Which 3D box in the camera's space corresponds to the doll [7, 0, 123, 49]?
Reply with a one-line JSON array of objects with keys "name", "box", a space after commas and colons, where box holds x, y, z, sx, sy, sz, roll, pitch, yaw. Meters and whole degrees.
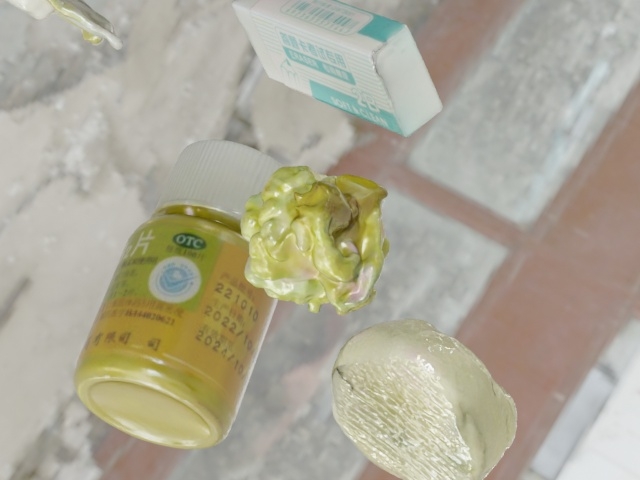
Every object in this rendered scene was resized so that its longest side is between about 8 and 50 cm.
[{"name": "doll", "box": [-0.291, -0.257, 0.969, 0.161, 0.348, 0.423, -51, 146, -1]}]

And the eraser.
[{"name": "eraser", "box": [0.012, -0.168, 1.404, 0.052, 0.225, 0.096, -41, 127, -17]}]

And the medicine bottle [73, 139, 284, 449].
[{"name": "medicine bottle", "box": [-0.169, 0.068, 2.117, 0.224, 0.224, 0.384, 87, 20, -59]}]

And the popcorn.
[{"name": "popcorn", "box": [0.000, 0.000, 1.354, 0.145, 0.126, 0.126, 50, 49, -37]}]

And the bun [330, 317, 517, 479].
[{"name": "bun", "box": [0.117, 0.174, 1.718, 0.116, 0.210, 0.237, -50, 165, -33]}]
